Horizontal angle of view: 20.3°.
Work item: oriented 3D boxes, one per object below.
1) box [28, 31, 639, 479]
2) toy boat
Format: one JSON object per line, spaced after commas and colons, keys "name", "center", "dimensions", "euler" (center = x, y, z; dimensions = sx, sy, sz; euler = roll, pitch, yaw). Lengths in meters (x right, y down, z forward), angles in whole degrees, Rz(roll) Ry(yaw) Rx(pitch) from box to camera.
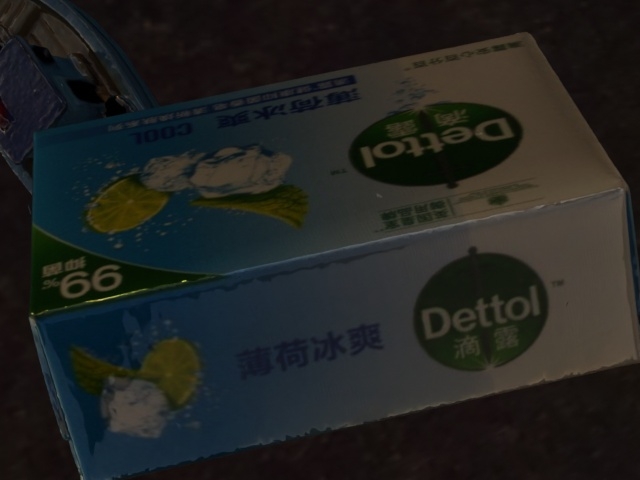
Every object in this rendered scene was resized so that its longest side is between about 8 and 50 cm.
{"name": "box", "center": [0.000, 0.001, 0.630], "dimensions": [0.194, 0.139, 0.073], "euler": [-12, 119, -2]}
{"name": "toy boat", "center": [-0.159, -0.080, 1.027], "dimensions": [0.100, 0.097, 0.223], "euler": [-49, 64, 20]}
